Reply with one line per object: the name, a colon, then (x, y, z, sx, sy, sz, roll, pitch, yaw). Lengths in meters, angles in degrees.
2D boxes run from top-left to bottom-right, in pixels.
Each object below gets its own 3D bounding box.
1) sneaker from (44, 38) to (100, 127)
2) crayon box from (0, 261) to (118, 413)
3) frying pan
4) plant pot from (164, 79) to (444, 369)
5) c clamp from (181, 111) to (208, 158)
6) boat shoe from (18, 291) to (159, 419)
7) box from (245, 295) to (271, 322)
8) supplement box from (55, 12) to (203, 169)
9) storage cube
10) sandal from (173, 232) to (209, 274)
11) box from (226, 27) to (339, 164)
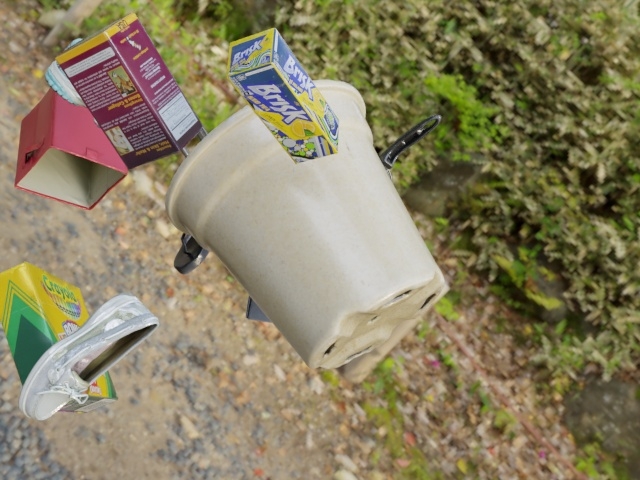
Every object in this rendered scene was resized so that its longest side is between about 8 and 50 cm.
sneaker: (-0.395, -0.280, 1.605, 0.283, 0.122, 0.110, 36, 19, -3)
crayon box: (-0.621, 0.241, 1.961, 0.363, 0.106, 0.313, 80, -12, -77)
frying pan: (0.104, -0.118, 1.621, 0.197, 0.326, 0.053, 59, 22, -45)
plant pot: (0.000, 0.000, 1.168, 0.305, 0.334, 0.334, 56, 17, 20)
c clamp: (-0.237, -0.165, 1.514, 0.160, 0.022, 0.137, 56, 35, -51)
boat shoe: (-0.472, 0.246, 1.687, 0.103, 0.320, 0.118, 37, -18, 29)
box: (-0.030, 0.093, 1.741, 0.233, 0.183, 0.059, 10, 26, -7)
supplement box: (-0.266, -0.206, 1.166, 0.188, 0.104, 0.081, 60, 35, -22)
storage cube: (-0.564, -0.214, 1.887, 0.215, 0.184, 0.193, 20, 50, -37)
sandal: (-0.259, -0.042, 1.821, 0.054, 0.254, 0.097, 39, -22, -33)
box: (-0.039, -0.159, 0.939, 0.169, 0.059, 0.054, 48, 36, -50)
